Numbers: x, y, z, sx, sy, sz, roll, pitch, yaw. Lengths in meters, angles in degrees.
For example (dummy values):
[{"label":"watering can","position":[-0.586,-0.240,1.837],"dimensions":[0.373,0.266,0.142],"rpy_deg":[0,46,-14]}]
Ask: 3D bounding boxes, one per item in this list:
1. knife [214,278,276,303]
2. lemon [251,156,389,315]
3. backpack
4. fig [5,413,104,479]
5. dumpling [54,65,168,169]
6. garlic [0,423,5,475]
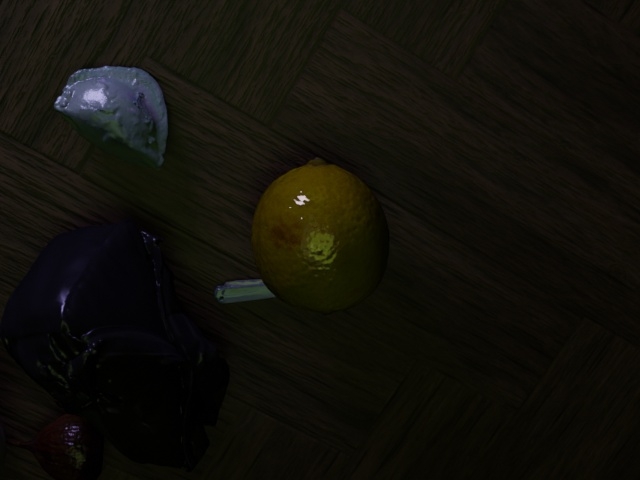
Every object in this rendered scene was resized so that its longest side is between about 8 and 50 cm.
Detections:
[{"label":"knife","position":[-0.123,0.094,1.728],"dimensions":[0.162,0.023,0.044],"rpy_deg":[-7,104,-4]},{"label":"lemon","position":[-0.001,-0.001,1.598],"dimensions":[0.267,0.267,0.267],"rpy_deg":[-2,107,-6]},{"label":"backpack","position":[-0.328,0.197,1.590],"dimensions":[0.255,0.363,0.445],"rpy_deg":[-17,122,24]},{"label":"fig","position":[-0.512,0.390,1.728],"dimensions":[0.201,0.134,0.146],"rpy_deg":[12,96,-1]},{"label":"dumpling","position":[-0.344,-0.217,1.563],"dimensions":[0.217,0.105,0.149],"rpy_deg":[38,106,-12]},{"label":"garlic","position":[-0.701,0.347,1.667],"dimensions":[0.246,0.231,0.340],"rpy_deg":[-16,68,-2]}]
